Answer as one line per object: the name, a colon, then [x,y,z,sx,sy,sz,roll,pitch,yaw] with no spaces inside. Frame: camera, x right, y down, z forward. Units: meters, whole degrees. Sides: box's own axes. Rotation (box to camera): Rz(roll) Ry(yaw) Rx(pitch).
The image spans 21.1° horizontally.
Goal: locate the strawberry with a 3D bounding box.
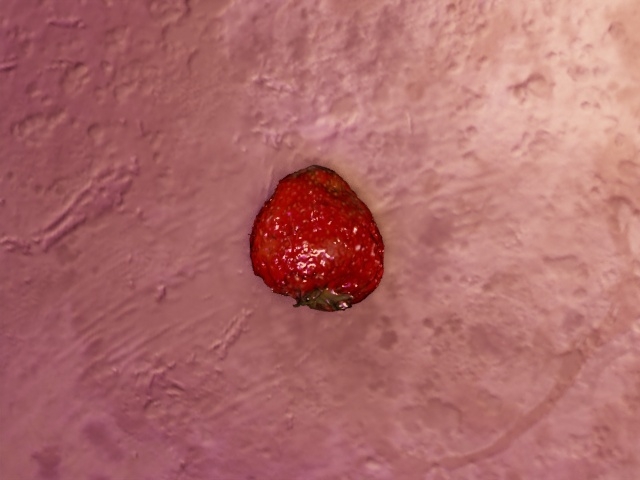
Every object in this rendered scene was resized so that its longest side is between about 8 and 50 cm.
strawberry: [-0.001,0.000,1.197,0.106,0.106,0.106,1,97,10]
